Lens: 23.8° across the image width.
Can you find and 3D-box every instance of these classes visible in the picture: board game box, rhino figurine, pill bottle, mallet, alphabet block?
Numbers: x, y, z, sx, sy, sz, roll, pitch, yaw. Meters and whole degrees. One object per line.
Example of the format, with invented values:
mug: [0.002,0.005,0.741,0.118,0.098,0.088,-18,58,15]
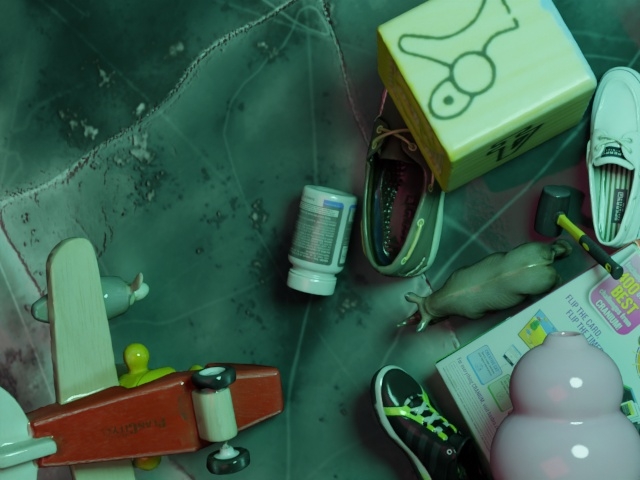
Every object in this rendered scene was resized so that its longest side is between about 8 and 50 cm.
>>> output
board game box: [0.329,0.178,1.872,0.316,0.064,0.242,-34,77,27]
rhino figurine: [0.199,0.063,1.920,0.243,0.106,0.073,-23,81,25]
pill bottle: [0.000,0.000,2.032,0.078,0.078,0.137,16,98,25]
mallet: [0.317,-0.013,1.838,0.189,0.039,0.062,-136,48,-61]
alphabet block: [0.195,-0.197,1.832,0.197,0.193,0.192,-27,77,-2]

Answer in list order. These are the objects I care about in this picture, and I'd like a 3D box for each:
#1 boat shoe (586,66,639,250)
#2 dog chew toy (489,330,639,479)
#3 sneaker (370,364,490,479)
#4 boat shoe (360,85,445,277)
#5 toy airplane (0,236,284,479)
boat shoe: [0.368,-0.100,1.849,0.083,0.076,0.226,-3,90,26]
dog chew toy: [0.284,0.271,1.750,0.206,0.206,0.332,1,98,26]
sneaker: [0.158,0.254,1.953,0.097,0.084,0.235,-34,88,45]
boat shoe: [0.112,-0.102,1.966,0.109,0.091,0.305,6,95,26]
toy airplane: [-0.294,0.243,2.080,0.384,0.272,0.386,35,93,-12]
